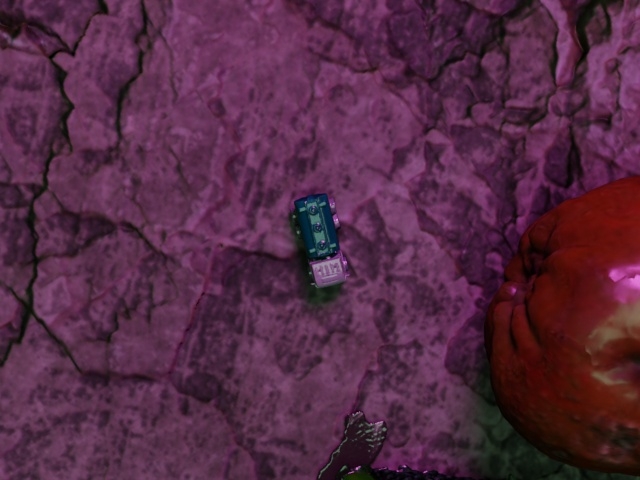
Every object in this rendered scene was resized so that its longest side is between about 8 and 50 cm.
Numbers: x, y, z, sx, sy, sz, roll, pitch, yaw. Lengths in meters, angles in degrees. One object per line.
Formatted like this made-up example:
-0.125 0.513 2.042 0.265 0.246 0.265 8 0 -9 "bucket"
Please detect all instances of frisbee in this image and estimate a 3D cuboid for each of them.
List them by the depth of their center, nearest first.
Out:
0.005 0.238 1.295 0.211 0.012 0.187 33 95 -9 "frisbee"

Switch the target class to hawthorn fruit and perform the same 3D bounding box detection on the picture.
0.261 0.074 1.175 0.261 0.258 0.258 23 99 -37 "hawthorn fruit"

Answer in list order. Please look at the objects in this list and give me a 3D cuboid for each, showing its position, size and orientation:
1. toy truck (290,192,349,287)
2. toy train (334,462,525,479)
0.000 0.000 1.235 0.039 0.044 0.083 -13 101 1 "toy truck"
0.097 0.299 1.247 0.243 0.132 0.188 7 95 -14 "toy train"
